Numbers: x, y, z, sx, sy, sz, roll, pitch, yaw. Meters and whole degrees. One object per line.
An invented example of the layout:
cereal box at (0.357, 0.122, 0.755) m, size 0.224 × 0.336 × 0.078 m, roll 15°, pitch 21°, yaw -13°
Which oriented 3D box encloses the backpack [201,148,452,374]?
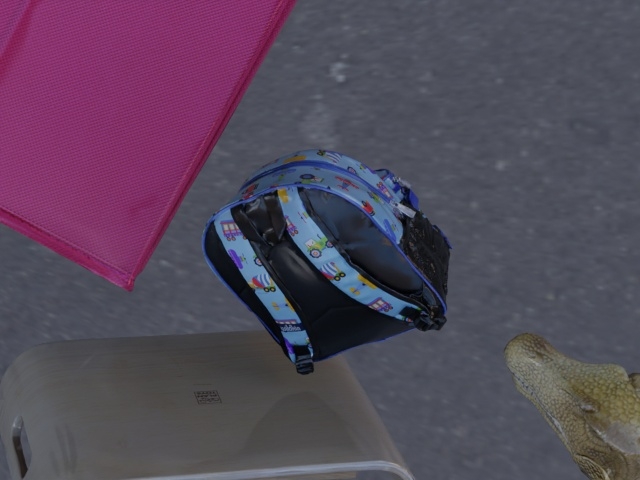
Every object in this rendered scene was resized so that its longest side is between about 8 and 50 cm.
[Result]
backpack at (0.000, 0.000, 1.455) m, size 0.173 × 0.158 × 0.117 m, roll 48°, pitch 36°, yaw -32°

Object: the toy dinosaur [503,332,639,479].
toy dinosaur at (0.119, 0.059, 0.334) m, size 0.183 × 0.092 × 0.053 m, roll 7°, pitch 60°, yaw 1°

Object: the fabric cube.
fabric cube at (-0.162, -0.146, 1.106) m, size 0.259 × 0.254 × 0.258 m, roll 29°, pitch 87°, yaw -9°

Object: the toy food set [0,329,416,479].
toy food set at (-0.091, 0.164, 1.493) m, size 0.306 × 0.220 × 0.092 m, roll -3°, pitch 116°, yaw -15°
